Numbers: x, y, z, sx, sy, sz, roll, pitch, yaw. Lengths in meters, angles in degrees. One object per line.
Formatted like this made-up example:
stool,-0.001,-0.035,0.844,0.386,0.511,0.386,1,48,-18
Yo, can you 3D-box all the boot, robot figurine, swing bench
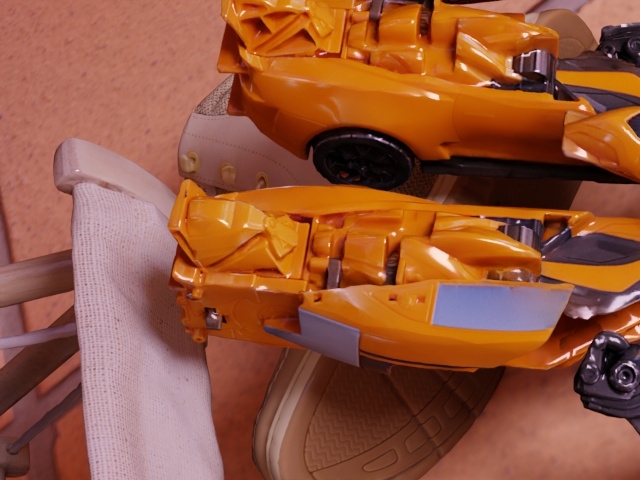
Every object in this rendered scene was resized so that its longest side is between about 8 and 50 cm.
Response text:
boot,0.000,0.000,0.745,0.203,0.095,0.262,6,60,45
robot figurine,0.097,-0.023,0.598,0.290,0.085,0.211,3,59,9
swing bench,-0.135,0.137,0.667,0.254,0.165,0.253,-24,55,23
